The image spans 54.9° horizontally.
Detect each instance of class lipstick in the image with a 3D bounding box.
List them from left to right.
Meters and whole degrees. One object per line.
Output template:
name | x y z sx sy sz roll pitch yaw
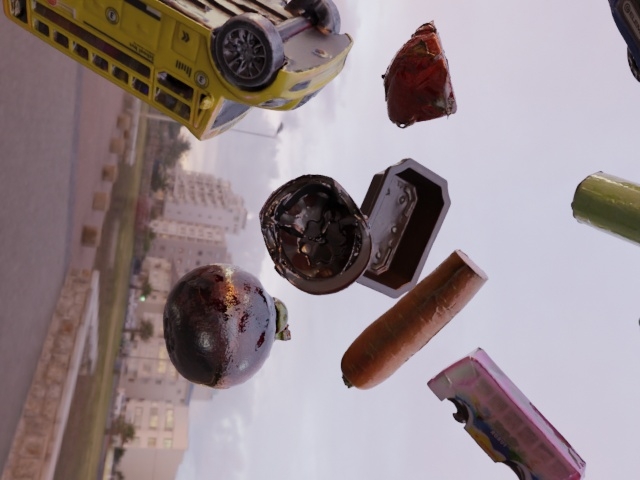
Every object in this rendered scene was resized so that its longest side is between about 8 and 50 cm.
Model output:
lipstick | 0.411 -0.007 0.677 0.304 0.076 0.076 38 -61 57

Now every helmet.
helmet | 0.000 0.000 0.589 0.123 0.098 0.070 62 2 18

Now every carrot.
carrot | 0.108 0.106 0.760 0.225 0.067 0.067 -46 -151 18

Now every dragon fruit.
dragon fruit | 0.160 -0.280 1.041 0.127 0.120 0.161 -67 144 -71

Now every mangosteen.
mangosteen | -0.156 0.139 1.040 0.216 0.216 0.216 -172 -90 -74

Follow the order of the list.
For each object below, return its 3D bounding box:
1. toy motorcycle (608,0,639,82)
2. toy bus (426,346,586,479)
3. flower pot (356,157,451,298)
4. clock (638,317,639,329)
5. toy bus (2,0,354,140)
toy motorcycle | 0.466 -0.365 0.824 0.212 0.125 0.358 71 5 -71
toy bus | 0.313 0.312 1.045 0.274 0.090 0.112 48 -65 18
flower pot | 0.133 -0.028 1.179 0.084 0.179 0.251 23 -91 54
clock | 0.908 0.255 1.489 0.199 0.146 0.243 -55 -133 39
toy bus | -0.141 -0.211 0.599 0.145 0.331 0.151 -48 167 -51
